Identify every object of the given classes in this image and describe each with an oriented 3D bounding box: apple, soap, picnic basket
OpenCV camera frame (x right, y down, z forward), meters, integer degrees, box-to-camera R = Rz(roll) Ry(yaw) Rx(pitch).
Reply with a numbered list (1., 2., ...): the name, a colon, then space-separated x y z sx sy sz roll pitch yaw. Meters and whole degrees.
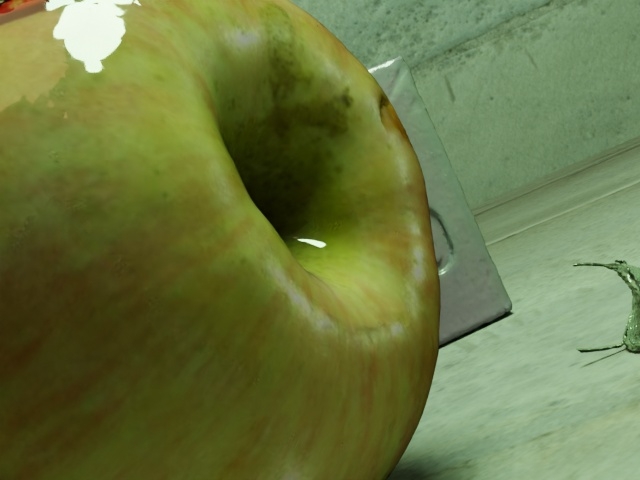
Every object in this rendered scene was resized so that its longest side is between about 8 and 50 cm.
1. apple: -0.124 0.039 0.690 0.346 0.391 0.391 -31 -1 32
2. soap: 0.000 0.000 1.141 0.296 0.285 0.107 -26 1 -7
3. picnic basket: 0.219 0.044 0.813 0.083 0.065 0.083 -7 12 11
